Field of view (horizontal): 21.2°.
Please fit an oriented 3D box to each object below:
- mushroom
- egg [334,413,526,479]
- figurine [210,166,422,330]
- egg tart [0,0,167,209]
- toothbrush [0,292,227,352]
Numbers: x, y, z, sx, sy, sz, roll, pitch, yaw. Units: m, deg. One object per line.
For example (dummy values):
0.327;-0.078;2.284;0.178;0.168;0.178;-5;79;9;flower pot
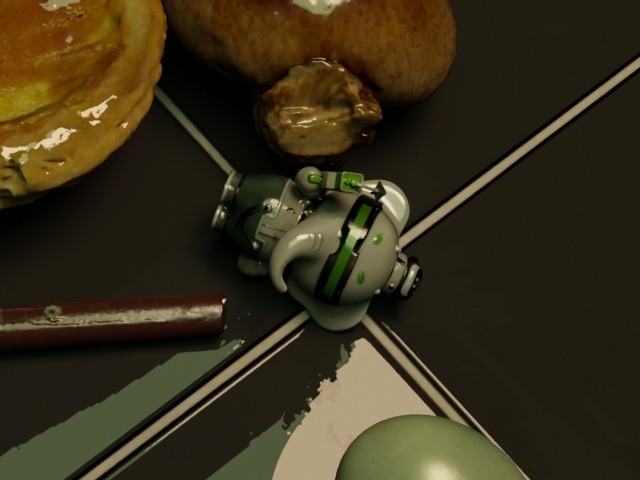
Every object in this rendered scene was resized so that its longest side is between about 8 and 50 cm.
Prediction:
-0.005;-0.203;1.556;0.263;0.195;0.283;0;64;-24;mushroom
0.098;0.226;1.383;0.192;0.149;0.149;42;65;-7;egg
0.000;0.000;1.505;0.192;0.126;0.147;22;99;-3;figurine
-0.327;-0.174;1.520;0.388;0.169;0.388;4;61;-8;egg tart
-0.261;0.075;1.475;0.364;0.041;0.041;-4;65;-9;toothbrush
